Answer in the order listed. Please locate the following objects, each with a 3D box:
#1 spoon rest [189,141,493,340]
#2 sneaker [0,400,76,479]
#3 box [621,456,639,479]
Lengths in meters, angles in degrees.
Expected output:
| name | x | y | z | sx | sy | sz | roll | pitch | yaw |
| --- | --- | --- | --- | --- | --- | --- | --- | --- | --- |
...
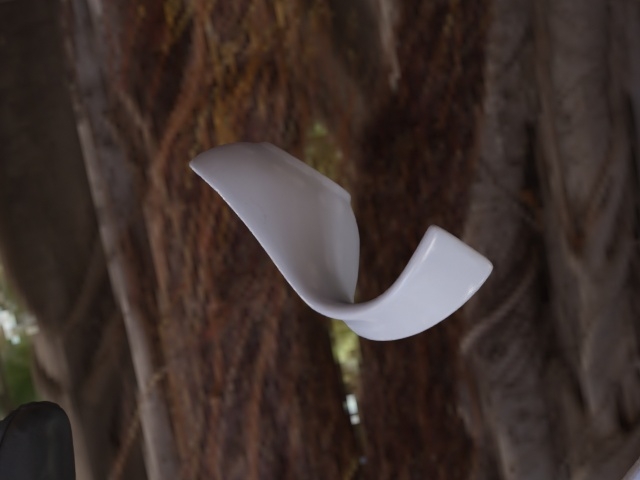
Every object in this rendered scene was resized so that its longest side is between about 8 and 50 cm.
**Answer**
| name | x | y | z | sx | sy | sz | roll | pitch | yaw |
| --- | --- | --- | --- | --- | --- | --- | --- | --- | --- |
| spoon rest | 0.000 | 0.000 | 1.107 | 0.137 | 0.084 | 0.276 | 33 | 177 | -32 |
| sneaker | -0.176 | 0.253 | 1.149 | 0.130 | 0.286 | 0.109 | -5 | 169 | 20 |
| box | 0.292 | 0.165 | 1.198 | 0.178 | 0.109 | 0.042 | -54 | 174 | 11 |
